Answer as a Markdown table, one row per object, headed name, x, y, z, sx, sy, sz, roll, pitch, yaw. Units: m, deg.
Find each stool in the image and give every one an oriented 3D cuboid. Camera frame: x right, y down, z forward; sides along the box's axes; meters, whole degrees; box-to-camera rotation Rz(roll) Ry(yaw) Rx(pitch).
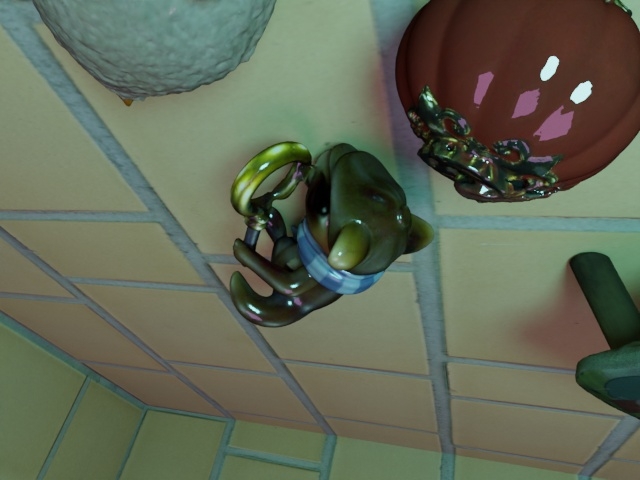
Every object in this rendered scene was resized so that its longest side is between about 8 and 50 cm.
| name | x | y | z | sx | sy | sz | roll | pitch | yaw |
| --- | --- | --- | --- | --- | --- | --- | --- | --- | --- |
| stool | 0.566 | 0.129 | 0.693 | 0.311 | 0.226 | 0.310 | 30 | 144 | -24 |

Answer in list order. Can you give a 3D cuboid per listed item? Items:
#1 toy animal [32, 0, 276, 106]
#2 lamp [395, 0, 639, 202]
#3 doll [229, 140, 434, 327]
| name | x | y | z | sx | sy | sz | roll | pitch | yaw |
| --- | --- | --- | --- | --- | --- | --- | --- | --- | --- |
| toy animal | -0.150 | -0.251 | 0.435 | 0.227 | 0.188 | 0.358 | 24 | 146 | -5 |
| lamp | 0.176 | -0.137 | 0.455 | 0.227 | 0.226 | 0.226 | 10 | 146 | 7 |
| doll | -0.002 | -0.004 | 0.764 | 0.318 | 0.209 | 0.340 | -7 | 159 | -30 |
